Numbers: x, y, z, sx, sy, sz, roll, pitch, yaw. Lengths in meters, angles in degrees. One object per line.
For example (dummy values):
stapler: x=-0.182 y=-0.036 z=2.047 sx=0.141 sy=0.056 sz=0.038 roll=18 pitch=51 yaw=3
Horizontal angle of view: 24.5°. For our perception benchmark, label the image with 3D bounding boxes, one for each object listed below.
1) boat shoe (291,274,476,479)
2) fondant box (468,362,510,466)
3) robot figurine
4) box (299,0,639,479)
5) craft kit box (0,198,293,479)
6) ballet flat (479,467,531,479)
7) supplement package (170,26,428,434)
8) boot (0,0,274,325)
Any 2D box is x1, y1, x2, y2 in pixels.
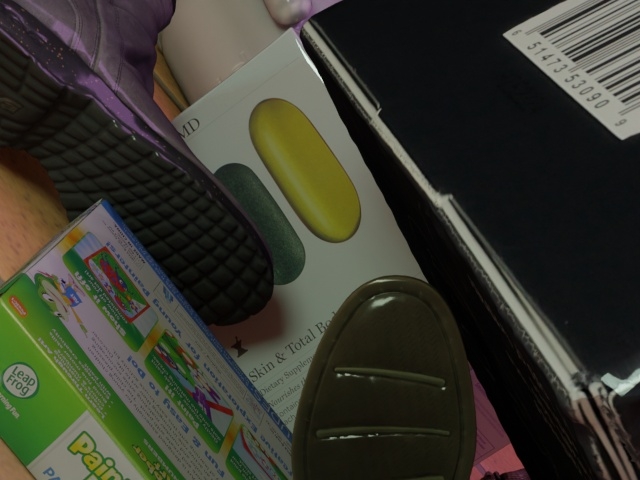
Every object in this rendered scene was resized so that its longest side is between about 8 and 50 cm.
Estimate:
boat shoe: x=0.042 y=0.167 z=0.927 sx=0.104 sy=0.111 sz=0.307 roll=-51 pitch=143 yaw=-79
fondant box: x=0.196 y=0.071 z=1.458 sx=0.096 sy=0.330 sz=0.238 roll=48 pitch=14 yaw=-25
robot figurine: x=-0.055 y=-0.197 z=1.551 sx=0.353 sy=0.200 sz=0.300 roll=61 pitch=-23 yaw=30
box: x=0.258 y=0.071 z=0.856 sx=0.471 sy=0.297 sz=0.480 roll=63 pitch=-1 yaw=-30
craft kit box: x=-0.100 y=0.110 z=0.893 sx=0.250 sy=0.061 sz=0.246 roll=52 pitch=10 yaw=-7
ballet flat: x=0.225 y=0.279 z=1.630 sx=0.058 sy=0.084 sz=0.250 roll=26 pitch=5 yaw=23
supplement package: x=0.000 y=0.000 z=1.218 sx=0.262 sy=0.199 sz=0.198 roll=56 pitch=13 yaw=11
boot: x=-0.135 y=-0.113 z=1.071 sx=0.338 sy=0.118 sz=0.222 roll=49 pitch=32 yaw=-27
